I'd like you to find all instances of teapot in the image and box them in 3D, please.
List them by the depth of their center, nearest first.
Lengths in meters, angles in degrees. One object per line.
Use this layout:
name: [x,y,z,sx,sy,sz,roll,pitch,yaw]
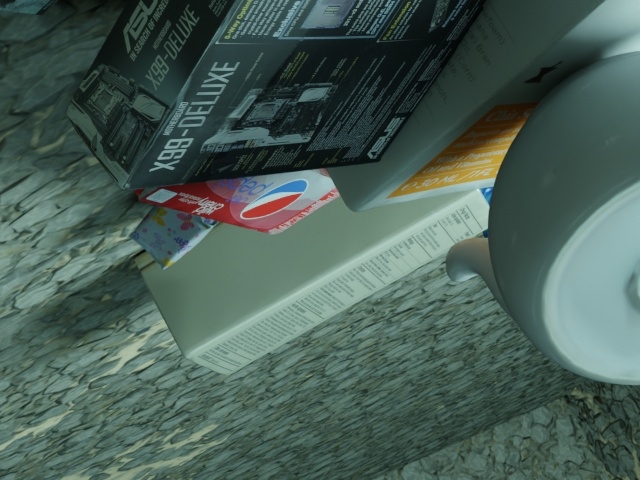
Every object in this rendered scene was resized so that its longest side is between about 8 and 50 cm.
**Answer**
teapot: [0.223,-0.042,1.279,0.256,0.187,0.253,-10,135,-6]

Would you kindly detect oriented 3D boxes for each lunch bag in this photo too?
lunch bag: [-0.113,-0.026,1.585,0.071,0.053,0.083,-39,-173,34]

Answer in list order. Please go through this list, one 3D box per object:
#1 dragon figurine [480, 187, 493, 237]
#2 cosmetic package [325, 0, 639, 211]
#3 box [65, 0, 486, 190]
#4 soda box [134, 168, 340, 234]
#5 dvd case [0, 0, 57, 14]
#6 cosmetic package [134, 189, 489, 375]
dragon figurine: [0.146,-0.046,1.923,0.144,0.085,0.289,-19,161,-31]
cosmetic package: [0.192,-0.212,1.309,0.230,0.161,0.453,-11,157,-48]
box: [0.013,-0.169,1.156,0.242,0.076,0.307,-9,143,-46]
soda box: [-0.071,-0.072,1.428,0.083,0.092,0.263,-33,164,14]
dvd case: [-0.175,-0.164,1.091,0.087,0.013,0.119,-36,164,26]
cosmetic package: [0.000,0.000,1.761,0.309,0.113,0.160,-30,165,4]
